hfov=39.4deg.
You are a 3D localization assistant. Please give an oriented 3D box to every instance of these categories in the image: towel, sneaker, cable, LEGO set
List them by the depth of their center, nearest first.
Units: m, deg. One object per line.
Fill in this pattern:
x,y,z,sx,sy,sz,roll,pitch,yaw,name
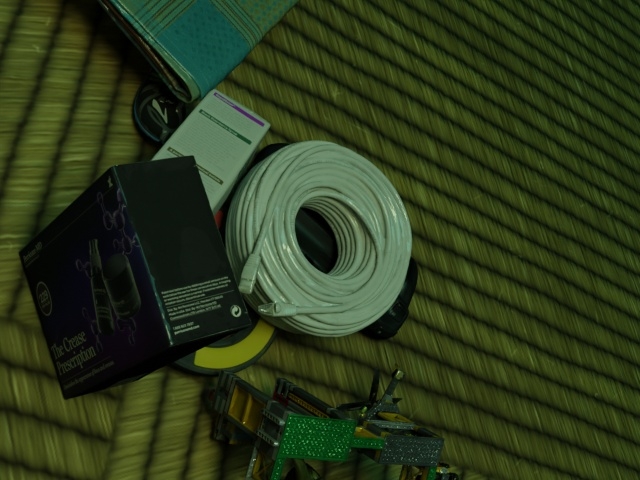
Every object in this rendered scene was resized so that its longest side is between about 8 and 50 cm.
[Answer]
-0.017,0.283,1.090,0.331,0.192,0.255,4,98,-34,LEGO set
0.000,0.000,1.169,0.257,0.089,0.257,17,67,-29,cable
-0.196,-0.211,1.187,0.067,0.078,0.188,25,58,-28,sneaker
-0.164,-0.377,1.203,0.271,0.040,0.370,48,47,-15,towel

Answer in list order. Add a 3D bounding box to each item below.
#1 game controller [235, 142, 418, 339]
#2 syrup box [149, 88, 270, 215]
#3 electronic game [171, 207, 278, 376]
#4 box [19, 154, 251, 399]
0.018,-0.002,1.290,0.319,0.067,0.166,43,36,-17,game controller
-0.156,-0.082,1.113,0.096,0.093,0.237,33,41,-4,syrup box
-0.145,0.059,1.133,0.229,0.048,0.229,16,63,-33,electronic game
-0.206,0.046,0.945,0.103,0.261,0.184,-10,77,-40,box
